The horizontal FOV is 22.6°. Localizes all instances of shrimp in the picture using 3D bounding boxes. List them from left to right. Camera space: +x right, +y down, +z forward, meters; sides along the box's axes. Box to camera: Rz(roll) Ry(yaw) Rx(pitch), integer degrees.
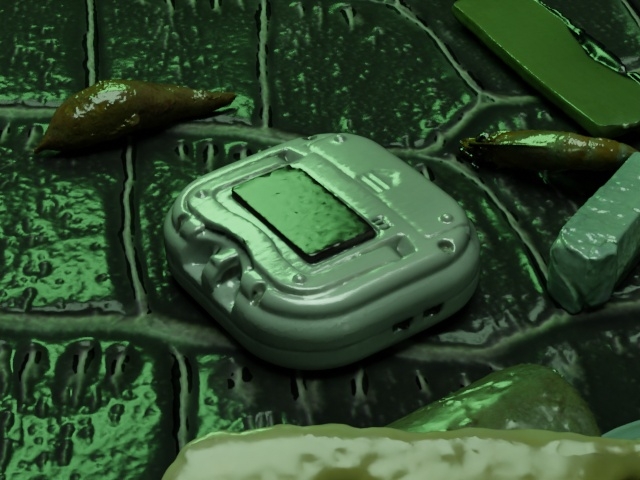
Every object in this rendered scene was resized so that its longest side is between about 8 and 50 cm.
[{"bbox_3d":[0.223,-0.084,1.577,0.190,0.042,0.101,5,-4,27],"label":"shrimp"}]

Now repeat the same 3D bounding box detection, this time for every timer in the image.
[{"bbox_3d":[0.000,0.000,1.426,0.237,0.087,0.262,-22,40,-27],"label":"timer"}]

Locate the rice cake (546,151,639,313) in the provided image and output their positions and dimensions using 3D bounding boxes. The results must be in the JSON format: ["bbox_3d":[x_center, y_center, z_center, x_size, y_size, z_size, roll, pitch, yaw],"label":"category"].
[{"bbox_3d":[0.271,-0.013,1.457,0.063,0.069,0.206,20,42,27],"label":"rice cake"}]

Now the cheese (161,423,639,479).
[{"bbox_3d":[0.054,0.236,0.905,0.384,0.104,0.384,2,66,-4],"label":"cheese"}]

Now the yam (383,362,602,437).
[{"bbox_3d":[0.063,0.199,1.079,0.268,0.161,0.161,-24,41,-22],"label":"yam"}]

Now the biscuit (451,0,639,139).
[{"bbox_3d":[0.256,-0.195,1.740,0.099,0.038,0.322,-19,40,-18],"label":"biscuit"}]

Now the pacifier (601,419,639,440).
[{"bbox_3d":[0.319,0.085,1.176,0.287,0.226,0.238,-18,-1,-17],"label":"pacifier"}]

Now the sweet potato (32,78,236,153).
[{"bbox_3d":[-0.190,-0.140,1.650,0.226,0.068,0.068,-17,38,-22],"label":"sweet potato"}]
